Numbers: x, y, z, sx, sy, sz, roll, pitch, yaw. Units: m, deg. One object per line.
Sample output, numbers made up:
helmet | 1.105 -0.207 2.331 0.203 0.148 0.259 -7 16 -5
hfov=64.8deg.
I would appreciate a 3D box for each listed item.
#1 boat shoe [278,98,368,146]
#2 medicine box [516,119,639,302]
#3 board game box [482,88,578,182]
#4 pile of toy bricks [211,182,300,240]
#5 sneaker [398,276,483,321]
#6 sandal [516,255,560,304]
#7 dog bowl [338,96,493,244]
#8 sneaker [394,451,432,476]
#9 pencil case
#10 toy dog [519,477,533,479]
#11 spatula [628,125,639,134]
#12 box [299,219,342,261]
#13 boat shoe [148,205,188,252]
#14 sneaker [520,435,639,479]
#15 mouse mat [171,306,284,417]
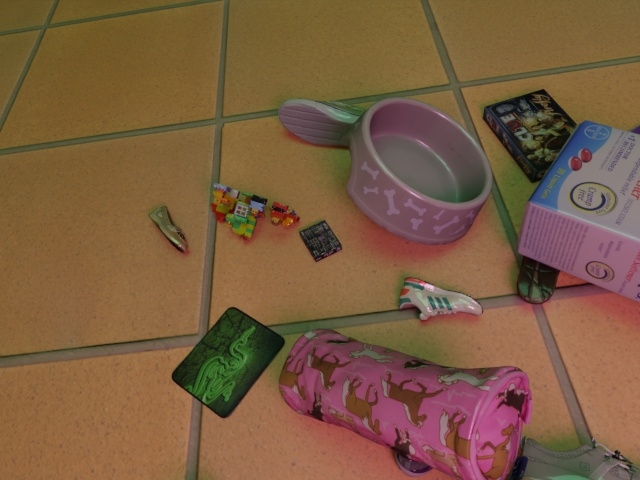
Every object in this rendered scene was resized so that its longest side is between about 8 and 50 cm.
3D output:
boat shoe | 0.043 -0.303 1.296 0.302 0.109 0.094 17 43 9
medicine box | 0.557 -0.053 0.913 0.289 0.149 0.263 26 59 30
board game box | 0.524 -0.258 1.214 0.165 0.042 0.243 -18 54 -4
pile of toy bricks | -0.164 -0.052 1.142 0.212 0.118 0.105 18 91 10
sneaker | 0.228 0.130 0.977 0.161 0.057 0.075 19 76 19
sandal | 0.450 0.040 0.999 0.090 0.060 0.219 18 63 24
dog bowl | 0.208 -0.162 1.068 0.349 0.102 0.348 14 52 -18
sneaker | 0.222 0.302 0.817 0.224 0.098 0.083 -30 56 -13
pencil case | 0.108 0.230 0.756 0.386 0.167 0.160 2 53 46
toy dog | 0.350 0.401 0.635 0.220 0.333 0.161 -18 16 11
spatula | 0.857 -0.271 1.181 0.296 0.030 0.084 -19 52 -5
box | 0.000 0.000 1.119 0.067 0.018 0.083 -26 55 -11
boat shoe | -0.345 -0.029 1.170 0.048 0.056 0.153 -40 51 -14
sneaker | 0.435 0.349 0.747 0.281 0.105 0.115 3 55 11
mouse mat | -0.180 0.231 0.986 0.153 0.007 0.189 27 63 24
